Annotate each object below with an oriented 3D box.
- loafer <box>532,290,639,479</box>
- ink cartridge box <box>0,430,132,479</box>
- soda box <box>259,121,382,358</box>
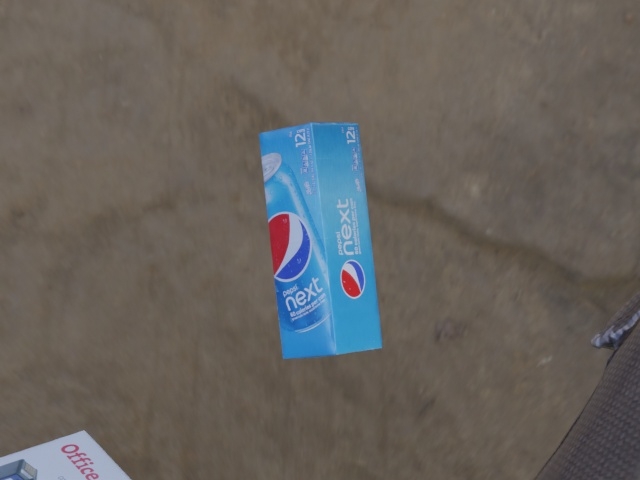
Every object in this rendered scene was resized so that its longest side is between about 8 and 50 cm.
[{"bbox_3d":[0.133,0.022,0.431,0.366,0.130,0.134,-46,115,-24],"label":"loafer"},{"bbox_3d":[-0.222,0.226,1.120,0.212,0.154,0.093,-14,116,-26],"label":"ink cartridge box"},{"bbox_3d":[0.000,0.000,1.507,0.067,0.071,0.210,-9,87,39],"label":"soda box"}]
